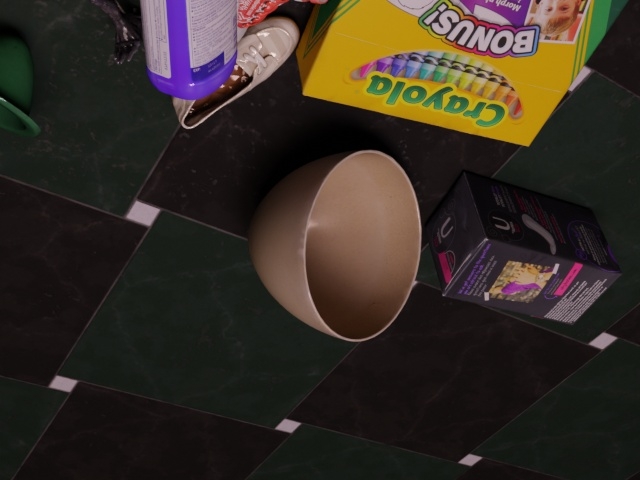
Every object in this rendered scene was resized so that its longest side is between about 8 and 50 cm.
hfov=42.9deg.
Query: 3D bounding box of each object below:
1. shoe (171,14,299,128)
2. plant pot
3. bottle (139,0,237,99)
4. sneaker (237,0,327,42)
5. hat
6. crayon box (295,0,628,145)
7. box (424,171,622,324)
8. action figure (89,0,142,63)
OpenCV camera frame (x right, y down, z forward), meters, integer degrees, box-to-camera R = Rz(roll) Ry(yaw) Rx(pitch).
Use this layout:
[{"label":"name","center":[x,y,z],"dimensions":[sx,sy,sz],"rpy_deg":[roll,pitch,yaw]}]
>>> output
[{"label":"shoe","center":[-0.117,-0.228,1.129],"dimensions":[0.219,0.058,0.076],"rpy_deg":[-32,131,22]},{"label":"plant pot","center":[0.000,0.000,1.262],"dimensions":[0.190,0.284,0.284],"rpy_deg":[7,149,41]},{"label":"bottle","center":[-0.145,-0.295,0.889],"dimensions":[0.092,0.118,0.283],"rpy_deg":[23,139,16]},{"label":"sneaker","center":[-0.059,-0.304,0.979],"dimensions":[0.145,0.090,0.270],"rpy_deg":[34,141,7]},{"label":"hat","center":[-0.409,-0.261,1.081],"dimensions":[0.173,0.184,0.208],"rpy_deg":[31,165,-25]},{"label":"crayon box","center":[0.190,-0.302,1.060],"dimensions":[0.362,0.106,0.313],"rpy_deg":[9,132,-20]},{"label":"box","center":[0.334,0.017,1.364],"dimensions":[0.270,0.165,0.143],"rpy_deg":[14,131,-21]},{"label":"action figure","center":[-0.255,-0.341,0.941],"dimensions":[0.164,0.141,0.276],"rpy_deg":[-17,138,13]}]
